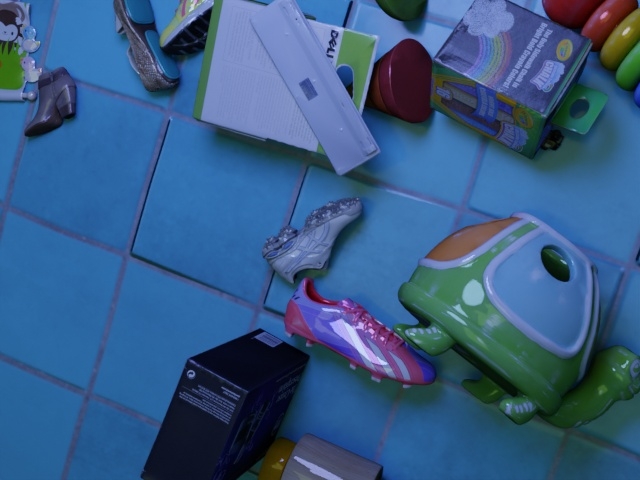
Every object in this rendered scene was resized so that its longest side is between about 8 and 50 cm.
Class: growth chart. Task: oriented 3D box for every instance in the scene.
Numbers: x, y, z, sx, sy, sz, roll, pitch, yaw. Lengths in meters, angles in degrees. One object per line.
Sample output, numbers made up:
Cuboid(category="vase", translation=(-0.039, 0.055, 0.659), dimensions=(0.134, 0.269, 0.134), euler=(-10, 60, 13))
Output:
Cuboid(category="growth chart", translation=(-0.559, -0.351, 1.464), dimensions=(0.171, 0.021, 0.237), euler=(-5, 92, 17))

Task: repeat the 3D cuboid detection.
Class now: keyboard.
Cuboid(category="keyboard", translation=(-0.008, -0.216, 1.191), dimensions=(0.072, 0.014, 0.256), euler=(-28, 93, 27))

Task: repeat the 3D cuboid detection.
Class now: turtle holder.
Cuboid(category="turtle holder", translation=(0.269, 0.109, 1.118), dimensions=(0.320, 0.243, 0.227), euler=(36, 86, 21))

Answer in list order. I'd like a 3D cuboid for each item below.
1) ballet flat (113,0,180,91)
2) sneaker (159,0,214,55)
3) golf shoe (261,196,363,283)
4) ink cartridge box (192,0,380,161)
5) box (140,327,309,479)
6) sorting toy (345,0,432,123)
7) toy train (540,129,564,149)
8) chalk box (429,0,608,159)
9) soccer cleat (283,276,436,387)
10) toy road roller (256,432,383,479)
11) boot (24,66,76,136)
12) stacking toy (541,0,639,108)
Cuboid(category="ballet flat", translation=(-0.292, -0.328, 1.358), dimensions=(0.067, 0.073, 0.206), euler=(-26, 81, 31))
Cuboid(category="sneaker", translation=(-0.182, -0.378, 1.320), dimensions=(0.208, 0.081, 0.094), euler=(-46, 73, 8))
Cuboid(category="golf shoe", translation=(0.000, 0.000, 1.295), dimensions=(0.176, 0.069, 0.086), euler=(-30, 104, 20))
Cuboid(category="ink cartridge box", translation=(-0.042, -0.238, 1.255), dimensions=(0.255, 0.097, 0.189), euler=(18, 107, 15))
Cuboid(category="box", translation=(-0.128, 0.247, 1.234), dimensions=(0.103, 0.261, 0.184), euler=(28, 101, 14))
Cuboid(category="sorting toy", translation=(0.074, -0.345, 1.235), dimensions=(0.126, 0.127, 0.366), euler=(-3, 95, 40))
Cuboid(category="toy train", translation=(0.268, -0.170, 1.211), dimensions=(0.158, 0.027, 0.036), euler=(30, 112, 14))
Cuboid(category="chalk box", translation=(0.269, -0.208, 1.136), dimensions=(0.213, 0.132, 0.132), euler=(31, 77, 13))
Cuboid(category="soccer cleat", translation=(0.061, 0.139, 1.266), dimensions=(0.248, 0.083, 0.095), euler=(22, 99, 18))
Cuboid(category="toy road roller", translation=(-0.036, 0.469, 1.228), dimensions=(0.202, 0.240, 0.330), euler=(20, 99, 15))
Cuboid(category="boot", translation=(-0.456, -0.234, 1.431), dimensions=(0.118, 0.042, 0.087), euler=(-21, 80, 16))
Cuboid(category="stacking toy", translation=(0.426, -0.248, 1.114), dimensions=(0.141, 0.141, 0.330), euler=(-47, 73, 14))
